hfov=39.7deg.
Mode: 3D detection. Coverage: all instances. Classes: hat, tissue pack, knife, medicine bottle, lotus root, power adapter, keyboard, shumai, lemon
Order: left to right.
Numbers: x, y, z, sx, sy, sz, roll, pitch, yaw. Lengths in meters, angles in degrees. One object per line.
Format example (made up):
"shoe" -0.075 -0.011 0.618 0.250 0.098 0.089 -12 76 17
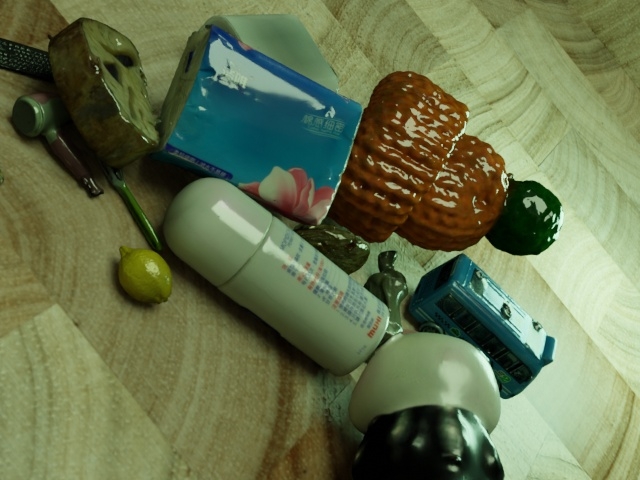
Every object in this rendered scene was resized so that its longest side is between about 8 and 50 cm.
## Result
"keyboard" -0.409 -0.250 1.227 0.155 0.010 0.053 11 54 -41
"lotus root" -0.295 -0.216 1.206 0.170 0.074 0.260 43 23 -54
"knife" -0.264 -0.064 1.216 0.026 0.022 0.184 -28 81 -25
"lemon" -0.226 0.042 1.137 0.092 0.065 0.065 51 38 0
"power adapter" -0.114 -0.273 1.457 0.255 0.124 0.187 -21 75 -50
"tissue pack" -0.090 -0.165 1.287 0.270 0.137 0.209 25 78 -24
"medicine bottle" -0.068 0.044 1.239 0.341 0.130 0.130 39 39 -17
"shumai" -0.006 0.006 1.349 0.139 0.123 0.105 -13 61 -38
"hat" 0.194 -0.074 1.487 0.400 0.285 0.285 38 40 -14

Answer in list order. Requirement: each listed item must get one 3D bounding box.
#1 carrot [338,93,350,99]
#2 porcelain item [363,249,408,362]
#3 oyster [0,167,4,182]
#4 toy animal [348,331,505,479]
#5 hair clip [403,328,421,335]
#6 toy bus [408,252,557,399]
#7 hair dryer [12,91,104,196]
"carrot" 0.013 -0.251 1.617 0.342 0.070 0.070 46 38 -4
"porcelain item" 0.102 0.090 1.415 0.069 0.081 0.215 42 38 -24
"oyster" -0.430 -0.100 1.033 0.166 0.053 0.108 30 52 -56
"toy animal" 0.142 0.264 1.212 0.213 0.212 0.266 29 47 -27
"hair clip" 0.170 0.186 1.391 0.123 0.102 0.138 2 59 -48
"toy bus" 0.276 0.147 1.504 0.246 0.134 0.113 43 39 -9
"hair dryer" -0.335 -0.126 1.184 0.106 0.054 0.154 -25 89 -59
